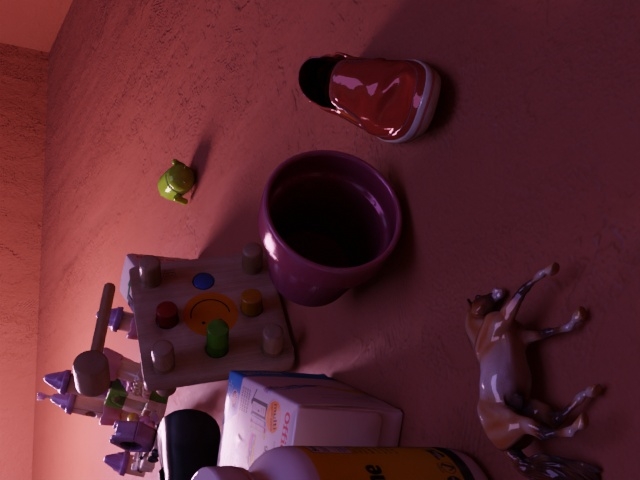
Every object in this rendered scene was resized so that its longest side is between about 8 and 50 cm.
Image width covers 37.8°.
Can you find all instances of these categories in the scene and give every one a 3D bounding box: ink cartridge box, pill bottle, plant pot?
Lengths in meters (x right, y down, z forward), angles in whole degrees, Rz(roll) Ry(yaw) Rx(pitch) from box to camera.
[{"bbox_3d":[-0.022,0.292,1.326,0.232,0.168,0.171,9,90,62],"label":"ink cartridge box"},{"bbox_3d":[0.022,0.328,1.057,0.188,0.333,0.188,-22,65,59],"label":"pill bottle"},{"bbox_3d":[-0.310,0.109,1.929,0.219,0.160,0.093,37,116,60],"label":"ink cartridge box"},{"bbox_3d":[0.000,0.000,1.352,0.180,0.201,0.201,113,152,-57],"label":"plant pot"}]

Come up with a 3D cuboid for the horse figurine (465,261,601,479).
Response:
[{"bbox_3d":[0.221,0.149,1.013,0.174,0.066,0.263,-38,48,46],"label":"horse figurine"}]

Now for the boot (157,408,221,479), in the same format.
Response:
[{"bbox_3d":[-0.183,0.454,1.392,0.367,0.146,0.445,101,169,-52],"label":"boot"}]

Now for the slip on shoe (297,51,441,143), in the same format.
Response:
[{"bbox_3d":[0.065,-0.216,1.359,0.331,0.101,0.123,31,110,59],"label":"slip on shoe"}]

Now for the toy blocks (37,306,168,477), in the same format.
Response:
[{"bbox_3d":[-0.449,0.320,1.935,0.289,0.260,0.309,122,160,-50],"label":"toy blocks"}]

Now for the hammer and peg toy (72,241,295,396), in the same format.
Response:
[{"bbox_3d":[-0.244,0.131,1.595,0.127,0.361,0.266,97,162,-48],"label":"hammer and peg toy"}]

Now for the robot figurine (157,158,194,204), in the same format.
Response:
[{"bbox_3d":[-0.327,-0.132,2.118,0.115,0.067,0.101,-31,58,56],"label":"robot figurine"}]
